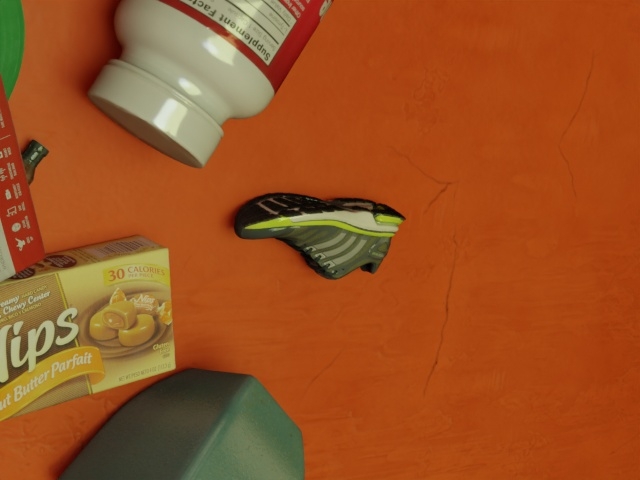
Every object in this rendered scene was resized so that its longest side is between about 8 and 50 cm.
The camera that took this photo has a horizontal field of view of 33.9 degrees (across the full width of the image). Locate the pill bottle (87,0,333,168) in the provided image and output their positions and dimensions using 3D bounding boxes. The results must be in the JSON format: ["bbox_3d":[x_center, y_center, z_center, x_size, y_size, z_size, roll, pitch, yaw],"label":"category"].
[{"bbox_3d":[-0.117,-0.307,1.348,0.229,0.229,0.408,37,80,-37],"label":"pill bottle"}]

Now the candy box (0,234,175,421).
[{"bbox_3d":[-0.351,0.116,1.381,0.316,0.087,0.183,-13,111,-34],"label":"candy box"}]

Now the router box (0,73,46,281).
[{"bbox_3d":[-0.473,-0.056,1.128,0.301,0.082,0.335,-32,138,-31],"label":"router box"}]

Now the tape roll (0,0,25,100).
[{"bbox_3d":[-0.480,-0.213,1.136,0.321,0.077,0.321,-31,138,-32],"label":"tape roll"}]

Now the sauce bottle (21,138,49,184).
[{"bbox_3d":[-0.392,-0.070,1.329,0.128,0.042,0.042,-53,127,-12],"label":"sauce bottle"}]

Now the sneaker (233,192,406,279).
[{"bbox_3d":[0.000,0.000,1.603,0.300,0.111,0.121,3,105,-35],"label":"sneaker"}]

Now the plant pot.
[{"bbox_3d":[-0.166,0.323,1.492,0.247,0.248,0.252,54,52,-34],"label":"plant pot"}]
